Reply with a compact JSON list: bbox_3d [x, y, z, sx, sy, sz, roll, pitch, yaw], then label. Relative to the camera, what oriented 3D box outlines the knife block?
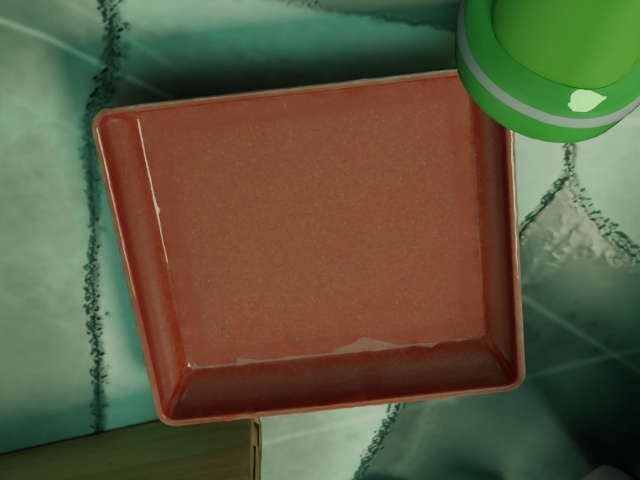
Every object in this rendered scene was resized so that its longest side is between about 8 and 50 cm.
[{"bbox_3d":[-0.203,0.200,1.132,0.242,0.088,0.276,25,121,-19],"label":"knife block"}]

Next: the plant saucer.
[{"bbox_3d":[0.000,0.000,1.026,0.258,0.048,0.259,-6,126,2],"label":"plant saucer"}]

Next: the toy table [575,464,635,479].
[{"bbox_3d":[0.286,0.205,1.079,0.161,0.274,0.252,-33,79,16],"label":"toy table"}]

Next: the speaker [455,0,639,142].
[{"bbox_3d":[0.163,-0.184,0.814,0.131,0.131,0.296,10,143,-9],"label":"speaker"}]
